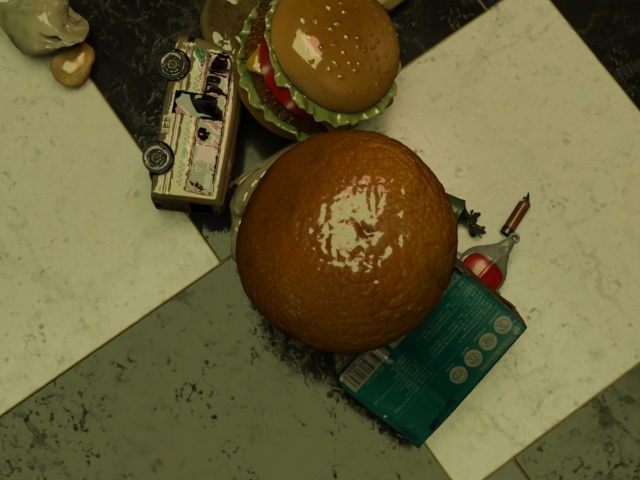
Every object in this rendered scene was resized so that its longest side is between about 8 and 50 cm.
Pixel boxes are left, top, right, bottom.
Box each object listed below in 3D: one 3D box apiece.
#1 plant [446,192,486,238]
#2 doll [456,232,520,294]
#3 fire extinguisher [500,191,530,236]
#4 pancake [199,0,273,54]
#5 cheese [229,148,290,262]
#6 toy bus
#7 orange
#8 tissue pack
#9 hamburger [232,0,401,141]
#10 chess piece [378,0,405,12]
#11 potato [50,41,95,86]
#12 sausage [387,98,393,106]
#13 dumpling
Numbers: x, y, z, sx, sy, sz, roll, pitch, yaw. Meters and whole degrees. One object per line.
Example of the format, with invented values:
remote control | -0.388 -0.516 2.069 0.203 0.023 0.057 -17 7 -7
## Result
plant | 0.245 -0.042 1.865 0.102 0.051 0.051 31 80 -5
doll | 0.253 0.071 1.827 0.102 0.075 0.227 42 91 -6
fire extinguisher | 0.341 -0.045 1.876 0.022 0.028 0.083 28 79 30
pancake | -0.101 -0.415 1.942 0.242 0.050 0.242 0 77 -1
cheese | 0.000 0.000 1.821 0.318 0.115 0.326 6 78 1
toy bus | -0.207 -0.193 1.851 0.157 0.139 0.289 9 79 -2
orange | 0.034 0.003 1.583 0.322 0.357 0.322 1 87 -14
tissue pack | 0.172 0.163 1.738 0.192 0.134 0.271 41 97 -11
hamburger | 0.006 -0.305 1.780 0.274 0.212 0.274 11 69 -30
chess piece | 0.036 -0.529 1.941 0.137 0.137 0.301 -40 90 -8
potato | -0.435 -0.313 1.915 0.068 0.062 0.083 36 98 -20
sausage | 0.101 -0.273 1.920 0.034 0.034 0.083 -24 78 -5
dumpling | -0.487 -0.390 1.907 0.199 0.118 0.136 25 42 10
